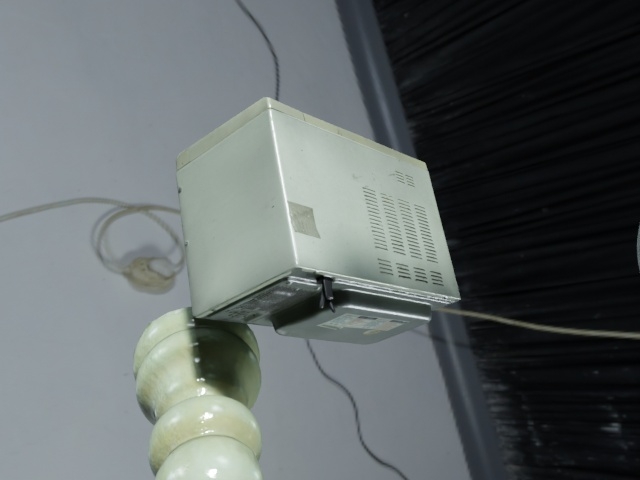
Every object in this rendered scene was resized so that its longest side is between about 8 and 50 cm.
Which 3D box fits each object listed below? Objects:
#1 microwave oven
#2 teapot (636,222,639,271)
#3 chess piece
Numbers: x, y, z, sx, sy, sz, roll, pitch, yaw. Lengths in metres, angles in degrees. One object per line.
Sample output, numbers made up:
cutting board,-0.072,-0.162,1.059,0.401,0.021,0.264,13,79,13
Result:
microwave oven,0.000,0.000,0.757,0.240,0.145,0.194,14,61,-47
teapot,0.497,-0.011,0.790,0.305,0.223,0.285,38,44,12
chess piece,-0.107,0.178,0.729,0.133,0.243,0.133,-6,120,-10
